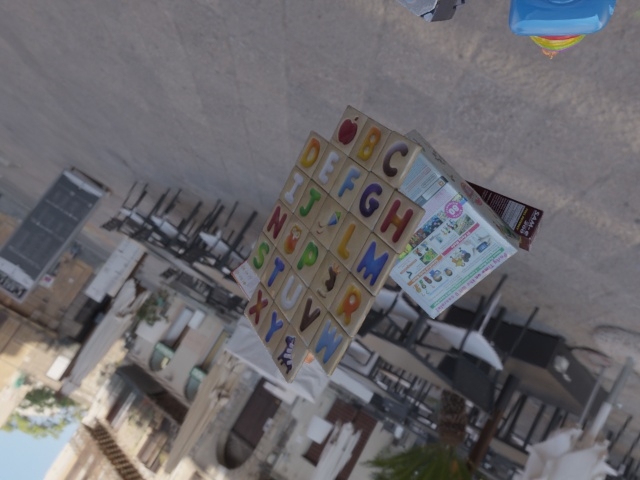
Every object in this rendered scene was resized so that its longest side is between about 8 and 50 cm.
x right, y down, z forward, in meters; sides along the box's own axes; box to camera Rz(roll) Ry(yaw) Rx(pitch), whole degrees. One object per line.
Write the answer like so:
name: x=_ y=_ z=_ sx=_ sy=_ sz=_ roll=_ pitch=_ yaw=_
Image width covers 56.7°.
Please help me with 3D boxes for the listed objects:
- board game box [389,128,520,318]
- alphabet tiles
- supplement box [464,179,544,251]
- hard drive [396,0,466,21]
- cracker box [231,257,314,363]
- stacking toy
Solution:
board game box: x=0.205 y=-0.031 z=1.177 sx=0.303 sy=0.224 sz=0.097 roll=46 pitch=-154 yaw=1
alphabet tiles: x=0.000 y=0.000 z=0.784 sx=0.011 sy=0.343 sz=0.285 roll=18 pitch=-162 yaw=-35
supplement box: x=0.369 y=-0.065 z=1.326 sx=0.239 sy=0.073 sz=0.130 roll=26 pitch=176 yaw=22
hard drive: x=0.064 y=-0.435 z=0.666 sx=0.339 sy=0.064 sz=0.237 roll=47 pitch=140 yaw=25
cracker box: x=-0.090 y=0.157 z=1.336 sx=0.232 sy=0.067 sz=0.156 roll=52 pitch=-178 yaw=30
stacking toy: x=0.437 y=-0.409 z=1.091 sx=0.165 sy=0.175 sz=0.302 roll=4 pitch=176 yaw=18
